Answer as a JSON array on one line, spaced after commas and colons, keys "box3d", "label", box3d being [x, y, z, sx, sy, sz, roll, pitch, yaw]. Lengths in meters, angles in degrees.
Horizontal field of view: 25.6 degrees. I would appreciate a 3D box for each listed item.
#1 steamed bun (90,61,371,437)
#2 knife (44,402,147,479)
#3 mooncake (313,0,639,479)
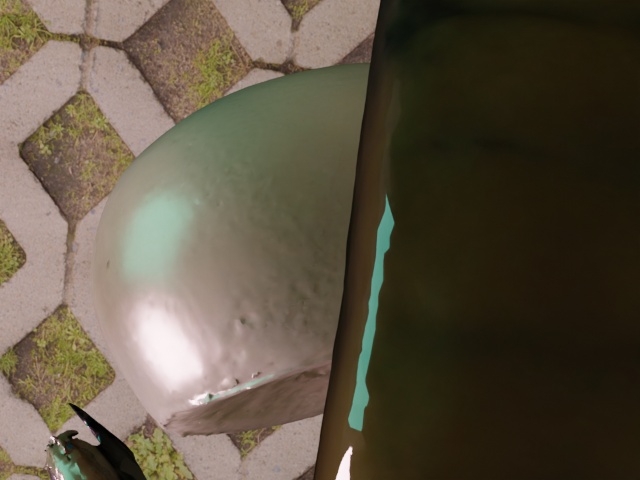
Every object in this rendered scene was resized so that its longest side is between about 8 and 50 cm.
[{"box3d": [0.000, 0.000, 0.958, 0.324, 0.324, 0.206, 102, 153, -77], "label": "steamed bun"}, {"box3d": [0.009, 0.202, 0.486, 0.043, 0.365, 0.089, -42, -25, -5], "label": "knife"}, {"box3d": [0.086, 0.031, 0.527, 0.290, 0.161, 0.290, 8, -90, -89], "label": "mooncake"}]
